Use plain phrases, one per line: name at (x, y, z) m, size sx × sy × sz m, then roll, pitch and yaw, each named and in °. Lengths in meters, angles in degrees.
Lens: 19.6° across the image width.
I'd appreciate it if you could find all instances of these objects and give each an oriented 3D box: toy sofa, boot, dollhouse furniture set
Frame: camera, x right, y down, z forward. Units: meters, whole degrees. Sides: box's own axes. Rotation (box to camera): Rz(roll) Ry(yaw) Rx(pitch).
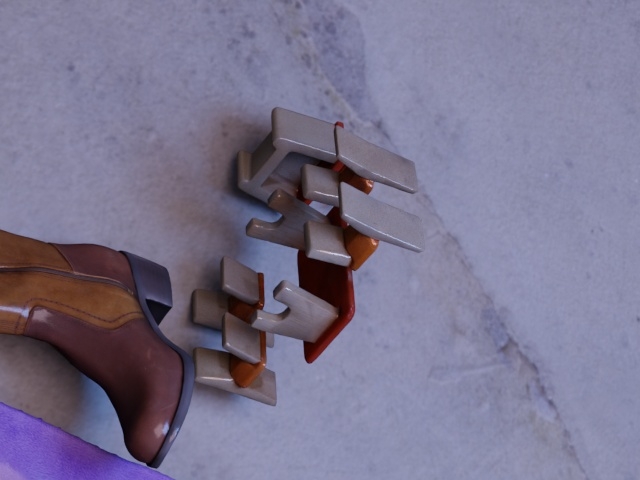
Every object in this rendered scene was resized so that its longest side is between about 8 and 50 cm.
toy sofa at (-0.210, 0.253, 1.653) m, size 0.362 × 0.177 × 0.150 m, roll 28°, pitch 69°, yaw -20°
boot at (-0.259, 0.075, 1.647) m, size 0.280 × 0.096 × 0.264 m, roll 16°, pitch 41°, yaw -26°
dollhouse furniture set at (0.000, 0.000, 1.780) m, size 0.135 × 0.262 × 0.259 m, roll 22°, pitch 40°, yaw -25°
